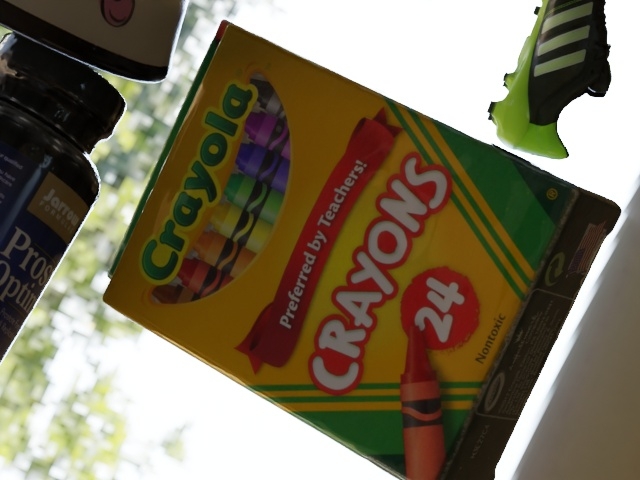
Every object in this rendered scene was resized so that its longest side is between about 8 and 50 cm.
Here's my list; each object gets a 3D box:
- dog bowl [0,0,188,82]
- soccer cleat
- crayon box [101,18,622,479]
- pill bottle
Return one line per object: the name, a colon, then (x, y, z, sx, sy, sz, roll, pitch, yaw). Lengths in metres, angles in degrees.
dog bowl: (-0.228, -0.263, 1.171, 0.150, 0.408, 0.408, -58, -152, 9)
soccer cleat: (0.179, -0.142, 1.387, 0.060, 0.072, 0.179, 20, 93, -82)
crayon box: (0.000, 0.000, 1.232, 0.318, 0.081, 0.202, 27, -84, 29)
pill bottle: (-0.218, -0.018, 1.263, 0.123, 0.123, 0.219, 6, -116, 60)
